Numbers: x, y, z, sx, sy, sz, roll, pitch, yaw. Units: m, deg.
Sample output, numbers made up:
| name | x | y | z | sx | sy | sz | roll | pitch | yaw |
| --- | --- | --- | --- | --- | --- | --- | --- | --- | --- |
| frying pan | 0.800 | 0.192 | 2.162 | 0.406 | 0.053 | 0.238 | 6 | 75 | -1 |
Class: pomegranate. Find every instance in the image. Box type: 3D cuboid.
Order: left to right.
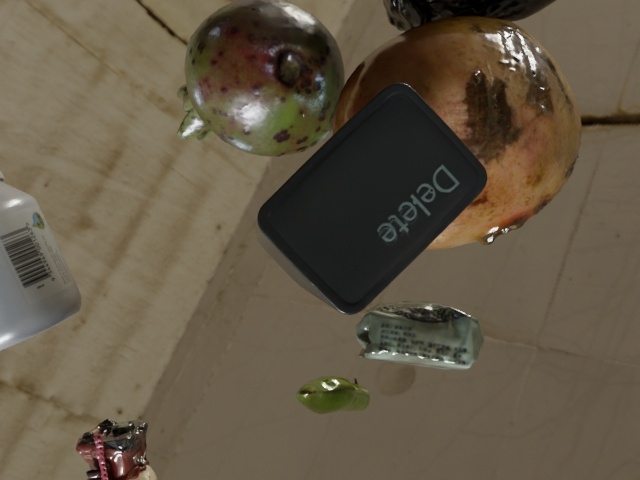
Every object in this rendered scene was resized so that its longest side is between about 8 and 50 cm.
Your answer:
| name | x | y | z | sx | sy | sz | roll | pitch | yaw |
| --- | --- | --- | --- | --- | --- | --- | --- | --- | --- |
| pomegranate | -0.093 | -0.222 | 1.132 | 0.306 | 0.242 | 0.242 | -44 | -157 | 62 |
| pomegranate | 0.165 | -0.129 | 0.939 | 0.322 | 0.322 | 0.322 | -30 | -140 | 28 |

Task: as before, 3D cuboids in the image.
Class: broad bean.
| name | x | y | z | sx | sy | sz | roll | pitch | yaw |
| --- | --- | --- | --- | --- | --- | --- | --- | --- | --- |
| broad bean | 0.035 | 0.268 | 1.283 | 0.075 | 0.325 | 0.067 | 15 | -98 | 23 |

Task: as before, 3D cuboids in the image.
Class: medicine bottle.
| name | x | y | z | sx | sy | sz | roll | pitch | yaw |
| --- | --- | --- | --- | --- | --- | --- | --- | --- | --- |
| medicine bottle | -0.371 | 0.008 | 0.838 | 0.135 | 0.215 | 0.135 | -23 | -174 | 3 |

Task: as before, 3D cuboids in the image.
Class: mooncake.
| name | x | y | z | sx | sy | sz | roll | pitch | yaw |
| --- | --- | --- | --- | --- | --- | --- | --- | --- | --- |
| mooncake | 0.197 | 0.192 | 1.550 | 0.250 | 0.254 | 0.136 | 80 | 17 | -84 |

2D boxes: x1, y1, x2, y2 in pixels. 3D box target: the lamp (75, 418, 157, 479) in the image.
| name | x | y | z | sx | sy | sz | roll | pitch | yaw |
| --- | --- | --- | --- | --- | --- | --- | --- | --- | --- |
| lamp | -0.287 | 0.390 | 1.096 | 0.118 | 0.118 | 0.253 | -4 | -84 | 47 |

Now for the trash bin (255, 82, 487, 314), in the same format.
| name | x | y | z | sx | sy | sz | roll | pitch | yaw |
| --- | --- | --- | --- | --- | --- | --- | --- | --- | --- |
| trash bin | 0.026 | -0.028 | 0.687 | 0.165 | 0.115 | 0.225 | -45 | -176 | -8 |

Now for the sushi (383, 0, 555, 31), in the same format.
| name | x | y | z | sx | sy | sz | roll | pitch | yaw |
| --- | --- | --- | --- | --- | --- | --- | --- | --- | --- |
| sushi | 0.190 | -0.454 | 1.002 | 0.299 | 0.294 | 0.281 | -26 | -128 | 6 |
